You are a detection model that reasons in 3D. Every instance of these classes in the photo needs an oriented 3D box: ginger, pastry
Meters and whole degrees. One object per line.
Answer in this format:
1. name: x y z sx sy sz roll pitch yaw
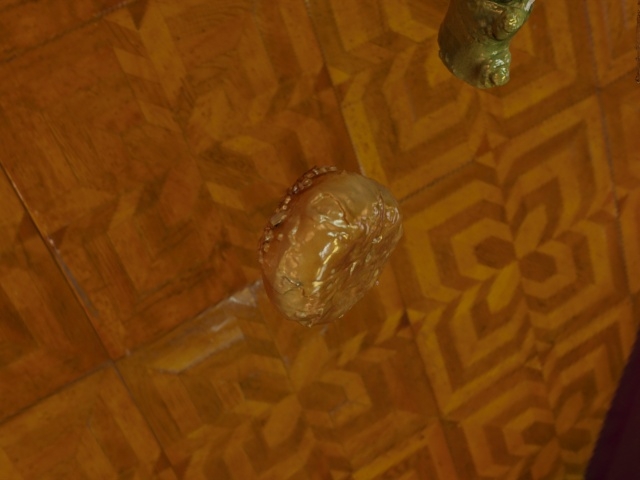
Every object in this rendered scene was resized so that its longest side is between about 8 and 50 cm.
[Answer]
1. ginger: 0.173 -0.280 0.920 0.089 0.137 0.290 2 129 0
2. pastry: 0.000 0.000 1.608 0.315 0.184 0.284 -12 130 -58

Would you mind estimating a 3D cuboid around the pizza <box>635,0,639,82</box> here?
1. pizza: 0.476 -0.281 1.110 0.204 0.080 0.188 -13 122 -16
